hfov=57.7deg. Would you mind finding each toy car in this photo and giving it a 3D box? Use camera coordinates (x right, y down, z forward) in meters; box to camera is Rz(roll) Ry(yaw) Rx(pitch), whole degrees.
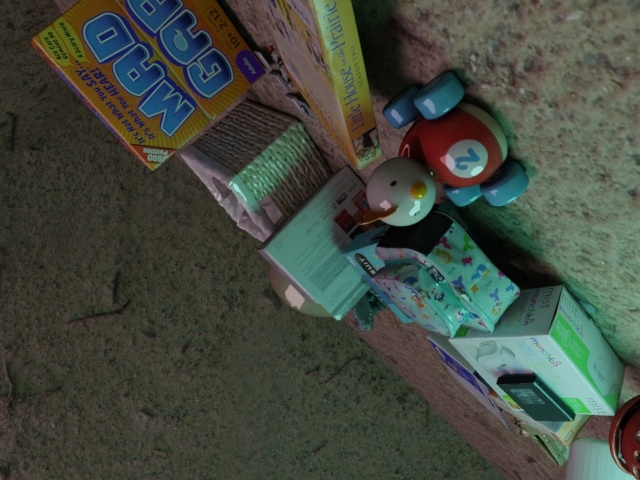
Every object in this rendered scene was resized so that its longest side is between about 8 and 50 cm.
[{"bbox_3d":[0.159,-0.098,0.929,0.219,0.238,0.210,48,168,-16],"label":"toy car"}]

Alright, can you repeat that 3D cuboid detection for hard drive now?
[{"bbox_3d":[0.432,0.319,1.169,0.135,0.022,0.094,43,146,-17],"label":"hard drive"}]

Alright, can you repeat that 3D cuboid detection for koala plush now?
[{"bbox_3d":[0.159,0.207,2.155,0.203,0.196,0.221,56,169,1],"label":"koala plush"}]

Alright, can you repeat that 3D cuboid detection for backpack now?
[{"bbox_3d":[0.237,0.075,1.106,0.253,0.191,0.225,36,170,-13],"label":"backpack"}]

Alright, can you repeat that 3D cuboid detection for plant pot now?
[{"bbox_3d":[0.644,0.382,1.061,0.191,0.191,0.174,48,171,-16],"label":"plant pot"}]

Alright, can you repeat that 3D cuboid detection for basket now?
[{"bbox_3d":[-0.166,-0.184,1.674,0.331,0.266,0.328,30,162,48],"label":"basket"}]

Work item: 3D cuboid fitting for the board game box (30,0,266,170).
[{"bbox_3d":[-0.422,-0.442,1.402,0.356,0.356,0.356,51,170,-29],"label":"board game box"}]

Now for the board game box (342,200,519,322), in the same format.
[{"bbox_3d":[0.242,0.068,1.348,0.254,0.079,0.336,48,148,-14],"label":"board game box"}]

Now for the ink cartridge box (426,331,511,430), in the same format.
[{"bbox_3d":[0.526,0.468,1.991,0.307,0.072,0.304,37,166,51],"label":"ink cartridge box"}]

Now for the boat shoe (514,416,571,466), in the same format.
[{"bbox_3d":[0.678,0.590,1.867,0.302,0.098,0.109,43,168,9],"label":"boat shoe"}]

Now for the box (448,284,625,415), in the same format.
[{"bbox_3d":[0.439,0.225,1.178,0.262,0.127,0.231,47,146,-22],"label":"box"}]

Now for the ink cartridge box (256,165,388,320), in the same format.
[{"bbox_3d":[0.039,0.011,1.534,0.272,0.309,0.130,47,168,-9],"label":"ink cartridge box"}]

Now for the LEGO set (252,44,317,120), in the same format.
[{"bbox_3d":[-0.060,-0.359,1.299,0.182,0.060,0.244,50,179,-26],"label":"LEGO set"}]

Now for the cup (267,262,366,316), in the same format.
[{"bbox_3d":[0.018,0.040,1.831,0.331,0.331,0.237,41,140,17],"label":"cup"}]

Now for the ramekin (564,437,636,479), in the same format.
[{"bbox_3d":[0.694,0.537,1.308,0.277,0.135,0.277,11,162,4],"label":"ramekin"}]

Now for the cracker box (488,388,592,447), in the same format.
[{"bbox_3d":[0.557,0.387,1.446,0.067,0.156,0.232,50,168,-24],"label":"cracker box"}]

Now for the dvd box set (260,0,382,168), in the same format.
[{"bbox_3d":[-0.022,-0.344,0.938,0.308,0.062,0.420,59,177,31],"label":"dvd box set"}]
